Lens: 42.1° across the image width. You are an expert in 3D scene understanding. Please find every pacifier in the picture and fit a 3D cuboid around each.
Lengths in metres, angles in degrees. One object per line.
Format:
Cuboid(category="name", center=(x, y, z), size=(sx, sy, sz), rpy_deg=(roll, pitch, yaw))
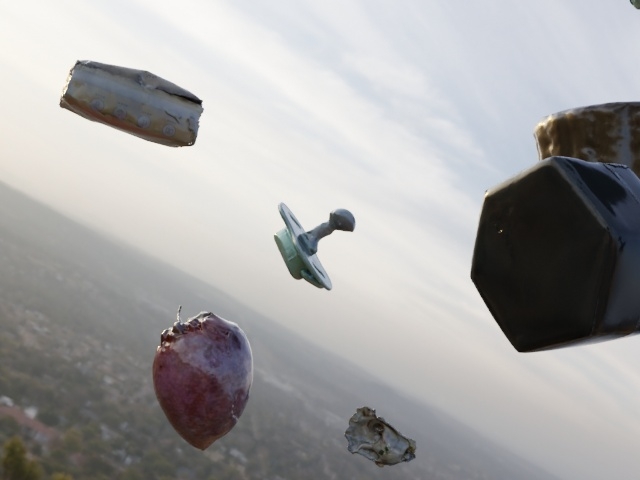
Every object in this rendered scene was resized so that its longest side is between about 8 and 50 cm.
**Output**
Cuboid(category="pacifier", center=(0.000, 0.000, 1.169), size=(0.127, 0.116, 0.150), rpy_deg=(55, 6, -46))

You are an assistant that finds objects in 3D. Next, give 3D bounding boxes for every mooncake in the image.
Cuboid(category="mooncake", center=(0.567, -0.150, 1.573), size=(0.324, 0.187, 0.324), rpy_deg=(1, -2, 0))

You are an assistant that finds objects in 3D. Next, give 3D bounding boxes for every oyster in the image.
Cuboid(category="oyster", center=(0.130, 0.443, 1.821), size=(0.165, 0.108, 0.053), rpy_deg=(34, -8, 13))

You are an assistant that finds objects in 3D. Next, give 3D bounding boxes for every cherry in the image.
Cuboid(category="cherry", center=(-0.206, 0.247, 1.459), size=(0.175, 0.250, 0.192), rpy_deg=(0, 4, -12))

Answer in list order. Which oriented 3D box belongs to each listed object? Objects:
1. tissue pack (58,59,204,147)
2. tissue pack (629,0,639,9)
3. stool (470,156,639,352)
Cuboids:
Cuboid(category="tissue pack", center=(-0.366, -0.267, 1.613), size=(0.256, 0.123, 0.215), rpy_deg=(20, -3, -19))
Cuboid(category="tissue pack", center=(0.560, -0.372, 1.115), size=(0.089, 0.177, 0.263), rpy_deg=(69, -13, -20))
Cuboid(category="stool", center=(0.295, 0.020, 0.980), size=(0.141, 0.232, 0.232), rpy_deg=(2, 11, -32))
